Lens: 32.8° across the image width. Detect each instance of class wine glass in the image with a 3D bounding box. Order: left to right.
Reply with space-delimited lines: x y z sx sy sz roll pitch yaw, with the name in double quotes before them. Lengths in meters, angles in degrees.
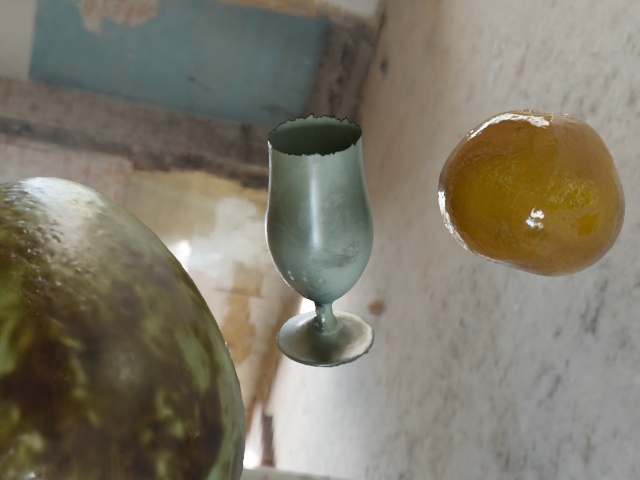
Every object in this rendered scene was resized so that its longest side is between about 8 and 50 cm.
"wine glass" 0.000 0.000 0.914 0.093 0.092 0.202 -97 5 -60

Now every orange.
"orange" 0.179 -0.042 0.910 0.159 0.159 0.136 -157 81 -80

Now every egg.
"egg" -0.166 0.100 0.662 0.238 0.238 0.290 136 130 -73
